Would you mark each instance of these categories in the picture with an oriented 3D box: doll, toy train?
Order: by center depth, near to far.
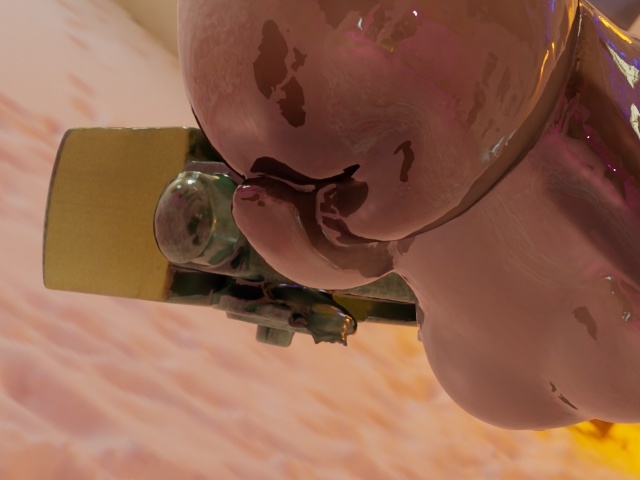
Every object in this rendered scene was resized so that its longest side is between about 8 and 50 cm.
[{"bbox_3d":[0.085,-0.044,0.727,0.370,0.226,0.215,31,-13,-25],"label":"doll"},{"bbox_3d":[0.000,0.000,1.069,0.253,0.160,0.397,4,-4,43],"label":"toy train"}]
